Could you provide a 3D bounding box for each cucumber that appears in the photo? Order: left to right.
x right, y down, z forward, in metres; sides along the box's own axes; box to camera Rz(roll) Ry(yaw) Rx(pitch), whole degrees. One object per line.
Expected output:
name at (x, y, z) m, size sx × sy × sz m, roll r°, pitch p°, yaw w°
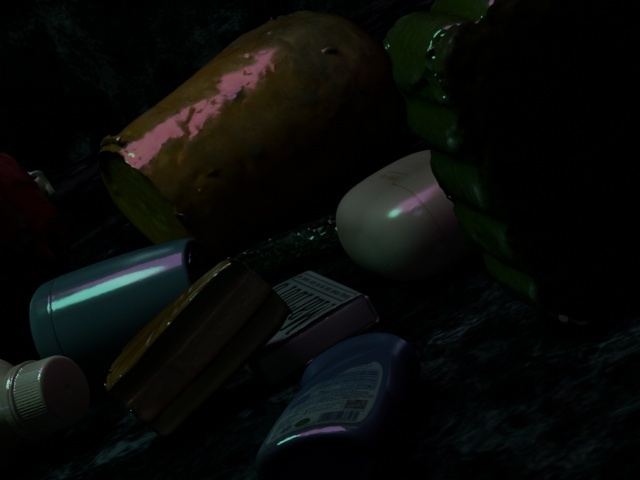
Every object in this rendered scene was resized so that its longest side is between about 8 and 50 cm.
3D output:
cucumber at (-0.001, -0.001, 1.782) m, size 0.256 × 0.043 × 0.044 m, roll -21°, pitch 9°, yaw 33°

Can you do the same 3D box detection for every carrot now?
carrot at (-0.069, -0.116, 2.002) m, size 0.340 × 0.224 × 0.224 m, roll -39°, pitch 16°, yaw -22°

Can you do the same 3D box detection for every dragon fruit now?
dragon fruit at (-0.434, 0.036, 1.959) m, size 0.329 × 0.329 × 0.329 m, roll -27°, pitch 13°, yaw 7°

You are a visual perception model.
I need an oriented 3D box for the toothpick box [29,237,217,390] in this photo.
toothpick box at (-0.186, 0.071, 1.729) m, size 0.184 × 0.120 × 0.120 m, roll -21°, pitch 14°, yaw 17°

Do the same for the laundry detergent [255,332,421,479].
laundry detergent at (0.021, 0.117, 1.225) m, size 0.096 × 0.061 × 0.206 m, roll -26°, pitch 12°, yaw 22°

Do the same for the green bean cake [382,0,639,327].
green bean cake at (0.201, -0.095, 1.244) m, size 0.247 × 0.250 × 0.156 m, roll -30°, pitch 13°, yaw -5°

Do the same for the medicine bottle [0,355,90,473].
medicine bottle at (-0.329, 0.170, 1.643) m, size 0.252 × 0.114 × 0.114 m, roll -20°, pitch 15°, yaw 34°

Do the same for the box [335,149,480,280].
box at (0.091, -0.025, 1.571) m, size 0.146 × 0.088 × 0.200 m, roll -32°, pitch 12°, yaw -12°

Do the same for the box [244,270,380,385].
box at (-0.025, 0.076, 1.549) m, size 0.115 × 0.036 × 0.177 m, roll -32°, pitch 13°, yaw -11°

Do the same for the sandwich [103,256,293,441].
sandwich at (-0.102, 0.078, 1.489) m, size 0.163 × 0.079 × 0.113 m, roll -48°, pitch 10°, yaw 11°
